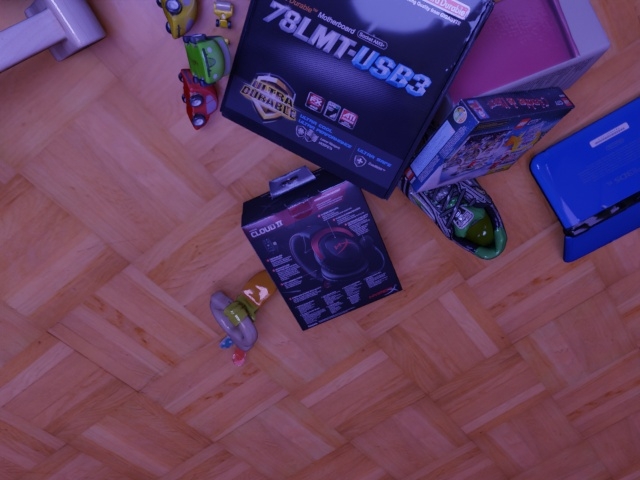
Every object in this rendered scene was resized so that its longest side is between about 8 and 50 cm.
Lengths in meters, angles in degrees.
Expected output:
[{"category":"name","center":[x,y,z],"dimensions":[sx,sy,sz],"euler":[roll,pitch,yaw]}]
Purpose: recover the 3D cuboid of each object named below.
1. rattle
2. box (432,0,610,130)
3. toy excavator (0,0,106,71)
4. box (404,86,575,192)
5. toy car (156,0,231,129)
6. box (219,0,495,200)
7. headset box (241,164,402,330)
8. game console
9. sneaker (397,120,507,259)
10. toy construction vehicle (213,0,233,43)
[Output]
[{"category":"rattle","center":[-0.153,0.163,1.016],"dimensions":[0.130,0.143,0.200],"euler":[13,139,21]},{"category":"box","center":[0.279,-0.276,0.733],"dimensions":[0.232,0.148,0.127],"euler":[-21,83,4]},{"category":"toy excavator","center":[-0.560,-0.177,0.638],"dimensions":[0.445,0.433,0.222],"euler":[-7,124,29]},{"category":"box","center":[0.261,-0.157,0.738],"dimensions":[0.233,0.044,0.159],"euler":[-16,157,-31]},{"category":"toy car","center":[-0.170,-0.262,0.673],"dimensions":[0.053,0.225,0.239],"euler":[-20,122,-19]},{"category":"box","center":[0.034,-0.249,0.663],"dimensions":[0.295,0.073,0.293],"euler":[29,124,4]},{"category":"headset box","center":[0.000,0.000,0.895],"dimensions":[0.218,0.110,0.293],"euler":[-24,120,6]},{"category":"game console","center":[0.590,-0.119,0.954],"dimensions":[0.293,0.173,0.250],"euler":[-30,88,9]},{"category":"sneaker","center":[0.228,-0.095,0.852],"dimensions":[0.343,0.146,0.134],"euler":[36,109,-23]},{"category":"toy construction vehicle","center":[-0.131,-0.323,0.743],"dimensions":[0.086,0.035,0.098],"euler":[0,128,-7]}]
